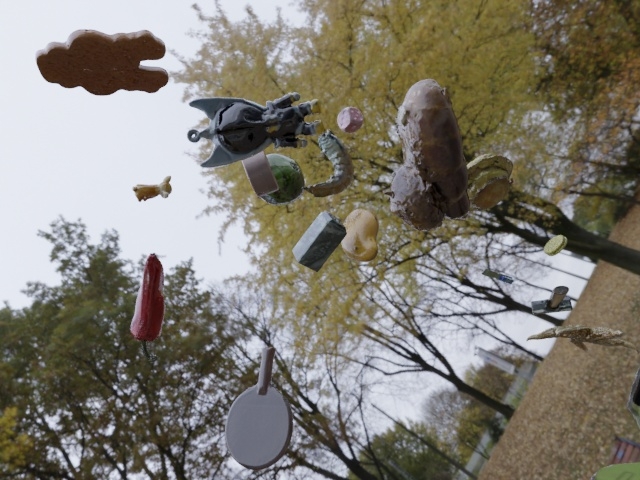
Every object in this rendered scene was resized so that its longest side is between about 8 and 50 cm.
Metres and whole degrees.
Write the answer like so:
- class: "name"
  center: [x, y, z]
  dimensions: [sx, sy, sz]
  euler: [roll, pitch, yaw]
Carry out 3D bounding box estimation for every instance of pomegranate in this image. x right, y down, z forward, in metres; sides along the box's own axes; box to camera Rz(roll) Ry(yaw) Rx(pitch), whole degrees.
- class: "pomegranate"
  center: [-0.203, -0.273, 1.853]
  dimensions: [0.254, 0.271, 0.254]
  euler: [30, -131, -41]

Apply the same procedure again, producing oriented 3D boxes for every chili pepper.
- class: "chili pepper"
  center: [-0.606, 0.236, 1.422]
  dimensions: [0.110, 0.110, 0.387]
  euler: [12, -97, -53]

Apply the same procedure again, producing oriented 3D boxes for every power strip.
- class: "power strip"
  center: [-0.194, -0.222, 1.288]
  dimensions: [0.078, 0.154, 0.154]
  euler: [-21, -46, 0]

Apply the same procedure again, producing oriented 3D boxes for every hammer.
- class: "hammer"
  center: [0.658, 0.164, 1.127]
  dimensions: [0.365, 0.111, 0.043]
  euler: [31, -128, -60]

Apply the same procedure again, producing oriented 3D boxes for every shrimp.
- class: "shrimp"
  center: [0.043, -0.270, 1.542]
  dimensions: [0.185, 0.068, 0.286]
  euler: [27, -111, -19]

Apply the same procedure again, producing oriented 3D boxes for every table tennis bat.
- class: "table tennis bat"
  center: [-0.103, 0.225, 0.557]
  dimensions: [0.119, 0.108, 0.169]
  euler: [56, -146, -58]

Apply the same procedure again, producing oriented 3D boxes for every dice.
- class: "dice"
  center: [0.143, -0.576, 1.919]
  dimensions: [0.094, 0.091, 0.093]
  euler: [-4, -23, -38]

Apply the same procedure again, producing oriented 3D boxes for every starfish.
- class: "starfish"
  center: [0.716, 0.263, 1.083]
  dimensions: [0.235, 0.278, 0.062]
  euler: [59, -139, -67]

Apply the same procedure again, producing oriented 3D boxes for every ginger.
- class: "ginger"
  center: [0.280, -0.211, 1.101]
  dimensions: [0.254, 0.176, 0.418]
  euler: [-22, -63, -12]

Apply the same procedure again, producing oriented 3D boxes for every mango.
- class: "mango"
  center: [0.142, -0.022, 1.446]
  dimensions: [0.157, 0.262, 0.109]
  euler: [-35, -62, 20]

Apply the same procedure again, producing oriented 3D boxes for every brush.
- class: "brush"
  center: [0.787, 0.162, 1.775]
  dimensions: [0.179, 0.030, 0.033]
  euler: [17, -62, -24]

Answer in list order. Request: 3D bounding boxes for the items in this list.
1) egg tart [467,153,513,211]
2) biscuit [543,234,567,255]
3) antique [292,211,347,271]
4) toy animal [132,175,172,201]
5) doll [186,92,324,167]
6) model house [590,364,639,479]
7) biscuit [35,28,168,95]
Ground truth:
- class: "egg tart"
  center: [0.553, -0.180, 1.347]
  dimensions: [0.241, 0.105, 0.240]
  euler: [-13, -46, -14]
- class: "biscuit"
  center: [0.814, 0.017, 1.390]
  dimensions: [0.084, 0.023, 0.084]
  euler: [-54, 0, 0]
- class: "antique"
  center: [0.000, 0.000, 1.320]
  dimensions: [0.088, 0.086, 0.183]
  euler: [29, -74, -29]
- class: "toy animal"
  center: [-0.401, -0.126, 0.971]
  dimensions: [0.081, 0.083, 0.060]
  euler: [59, -160, -72]
- class: "doll"
  center: [-0.151, -0.268, 0.930]
  dimensions: [0.317, 0.103, 0.145]
  euler: [-9, -57, 0]
- class: "model house"
  center: [0.326, 0.087, 0.297]
  dimensions: [0.218, 0.205, 0.278]
  euler: [37, -133, -79]
- class: "biscuit"
  center: [-0.607, -0.501, 1.134]
  dimensions: [0.334, 0.047, 0.202]
  euler: [-12, -27, -18]
